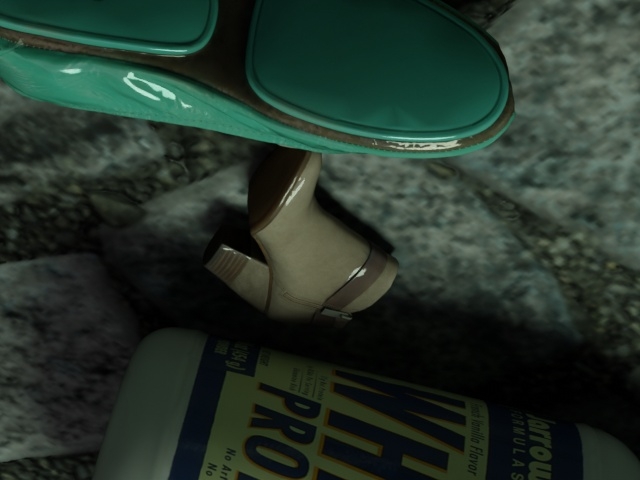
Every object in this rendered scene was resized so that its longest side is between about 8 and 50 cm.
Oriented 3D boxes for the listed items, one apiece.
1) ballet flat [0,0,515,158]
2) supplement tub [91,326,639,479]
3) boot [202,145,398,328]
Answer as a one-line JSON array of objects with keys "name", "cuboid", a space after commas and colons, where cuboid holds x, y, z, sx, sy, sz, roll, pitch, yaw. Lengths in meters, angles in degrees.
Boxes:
[{"name": "ballet flat", "cuboid": [-0.037, -0.082, 0.868, 0.247, 0.083, 0.087, 12, 163, 0]}, {"name": "supplement tub", "cuboid": [0.036, 0.191, 1.021, 0.325, 0.235, 0.235, 14, 139, -2]}, {"name": "boot", "cuboid": [0.000, 0.000, 0.971, 0.087, 0.042, 0.118, 22, 139, -20]}]
